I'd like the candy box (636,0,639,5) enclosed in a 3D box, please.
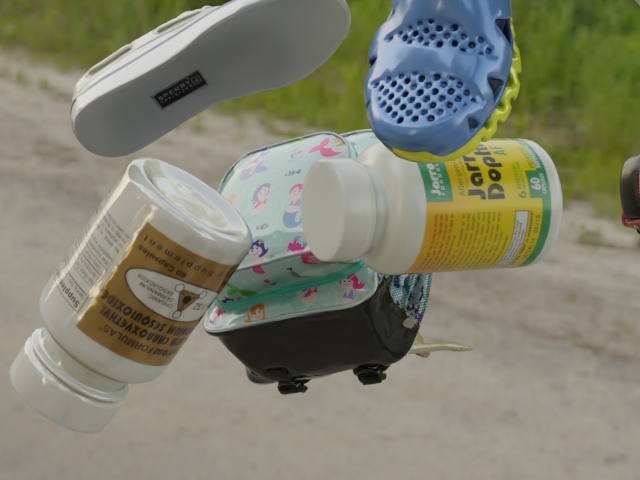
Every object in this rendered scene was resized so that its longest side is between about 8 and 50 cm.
[{"bbox_3d":[0.333,-0.247,1.387,0.183,0.088,0.316,-13,-12,22],"label":"candy box"}]

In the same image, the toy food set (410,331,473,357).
[{"bbox_3d":[0.055,0.107,1.898,0.192,0.039,0.132,20,13,42],"label":"toy food set"}]

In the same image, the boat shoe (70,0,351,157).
[{"bbox_3d":[-0.101,-0.164,1.494,0.258,0.095,0.084,-22,40,4],"label":"boat shoe"}]

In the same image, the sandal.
[{"bbox_3d":[0.101,-0.209,1.342,0.126,0.317,0.138,5,-25,22],"label":"sandal"}]

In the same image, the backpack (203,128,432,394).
[{"bbox_3d":[0.000,0.000,1.744,0.225,0.191,0.253,-13,38,31],"label":"backpack"}]

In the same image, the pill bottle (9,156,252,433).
[{"bbox_3d":[-0.173,0.052,1.537,0.131,0.229,0.131,33,16,-10],"label":"pill bottle"}]

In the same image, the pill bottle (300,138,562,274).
[{"bbox_3d":[0.094,-0.030,1.504,0.208,0.118,0.117,-2,17,-26],"label":"pill bottle"}]

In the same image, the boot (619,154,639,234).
[{"bbox_3d":[0.412,0.006,1.915,0.088,0.244,0.176,-8,-13,-31],"label":"boot"}]
